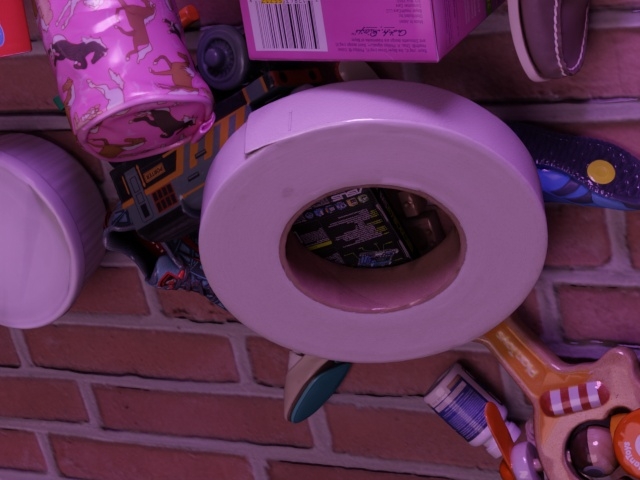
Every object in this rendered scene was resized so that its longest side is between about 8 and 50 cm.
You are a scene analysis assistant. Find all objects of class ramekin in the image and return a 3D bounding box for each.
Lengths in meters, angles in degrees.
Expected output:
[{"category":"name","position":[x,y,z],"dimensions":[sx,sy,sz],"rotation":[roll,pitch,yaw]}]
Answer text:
[{"category":"ramekin","position":[-0.415,-0.023,1.969],"dimensions":[0.273,0.127,0.273],"rotation":[13,121,23]}]

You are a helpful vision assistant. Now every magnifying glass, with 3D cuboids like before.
[{"category":"magnifying glass","position":[-0.246,-0.228,1.797],"dimensions":[0.231,0.092,0.026],"rotation":[-28,97,26]}]

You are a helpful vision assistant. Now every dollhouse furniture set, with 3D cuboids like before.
[{"category":"dollhouse furniture set","position":[0.047,-0.024,1.718],"dimensions":[0.144,0.123,0.151],"rotation":[-9,112,32]}]

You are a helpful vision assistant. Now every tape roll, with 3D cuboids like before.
[{"category":"tape roll","position":[0.056,-0.011,1.587],"dimensions":[0.392,0.072,0.392],"rotation":[1,136,1]}]

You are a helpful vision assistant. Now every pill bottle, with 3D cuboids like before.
[{"category":"pill bottle","position":[0.194,0.217,1.808],"dimensions":[0.120,0.067,0.067],"rotation":[43,128,2]}]

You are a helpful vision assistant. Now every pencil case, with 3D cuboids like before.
[{"category":"pencil case","position":[-0.239,-0.276,1.611],"dimensions":[0.167,0.160,0.386],"rotation":[-21,70,11]}]

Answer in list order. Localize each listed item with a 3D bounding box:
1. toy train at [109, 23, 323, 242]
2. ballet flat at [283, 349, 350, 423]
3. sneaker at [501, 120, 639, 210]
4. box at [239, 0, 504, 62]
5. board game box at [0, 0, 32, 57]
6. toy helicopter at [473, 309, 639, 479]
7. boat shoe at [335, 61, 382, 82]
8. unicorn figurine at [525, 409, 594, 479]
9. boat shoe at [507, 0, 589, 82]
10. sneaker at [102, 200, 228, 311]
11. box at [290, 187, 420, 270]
[{"category":"toy train","position":[-0.127,-0.131,1.720],"dimensions":[0.334,0.142,0.190],"rotation":[-27,83,35]},{"category":"ballet flat","position":[0.008,0.141,1.870],"dimensions":[0.086,0.086,0.248],"rotation":[40,126,4]},{"category":"sneaker","position":[0.276,-0.072,1.612],"dimensions":[0.209,0.069,0.082],"rotation":[17,151,13]},{"category":"box","position":[0.062,-0.279,1.491],"dimensions":[0.213,0.243,0.117],"rotation":[4,118,26]},{"category":"board game box","position":[-0.416,-0.402,1.702],"dimensions":[0.064,0.242,0.316],"rotation":[-12,118,-13]},{"category":"toy helicopter","position":[0.271,0.193,1.706],"dimensions":[0.235,0.140,0.355],"rotation":[-47,72,20]},{"category":"boat shoe","position":[0.066,-0.161,1.683],"dimensions":[0.137,0.049,0.043],"rotation":[49,170,-6]},{"category":"unicorn figurine","position":[0.293,0.275,1.791],"dimensions":[0.111,0.060,0.162],"rotation":[29,124,6]},{"category":"boat shoe","position":[0.253,-0.315,1.452],"dimensions":[0.096,0.116,0.324],"rotation":[8,114,28]},{"category":"sneaker","position":[-0.176,0.041,1.875],"dimensions":[0.262,0.125,0.104],"rotation":[33,128,9]},{"category":"box","position":[0.000,0.000,1.683],"dimensions":[0.190,0.045,0.184],"rotation":[-17,137,18]}]
